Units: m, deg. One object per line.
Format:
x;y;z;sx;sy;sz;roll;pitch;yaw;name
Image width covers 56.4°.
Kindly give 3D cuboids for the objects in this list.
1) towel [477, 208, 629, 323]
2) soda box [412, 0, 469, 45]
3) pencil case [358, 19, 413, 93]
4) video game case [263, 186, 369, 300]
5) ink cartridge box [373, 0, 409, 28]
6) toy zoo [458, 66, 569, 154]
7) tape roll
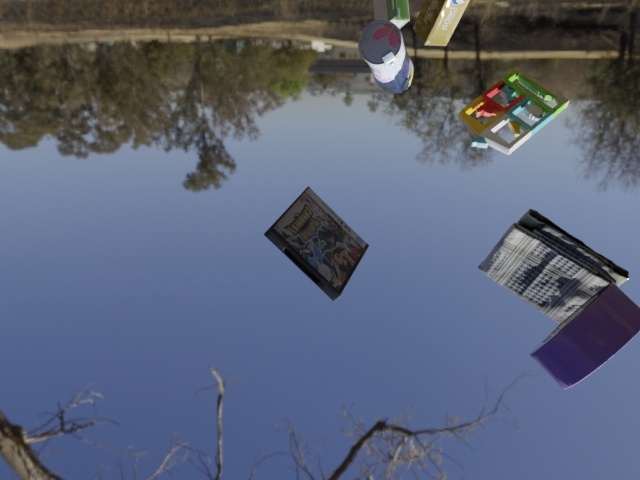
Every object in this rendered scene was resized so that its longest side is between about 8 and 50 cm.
0.626;0.088;1.656;0.312;0.324;0.056;36;-122;11;towel
0.254;-0.481;1.192;0.058;0.181;0.061;-7;-124;-24;soda box
0.177;-0.477;1.575;0.114;0.124;0.273;-14;174;14;pencil case
0.000;0.000;1.606;0.248;0.035;0.275;44;-146;-6;video game case
0.217;-0.694;1.773;0.062;0.109;0.209;-7;-176;-10;ink cartridge box
0.533;-0.360;1.700;0.293;0.030;0.192;-37;-118;-14;toy zoo
0.456;0.162;1.019;0.080;0.189;0.189;48;-143;17;tape roll
